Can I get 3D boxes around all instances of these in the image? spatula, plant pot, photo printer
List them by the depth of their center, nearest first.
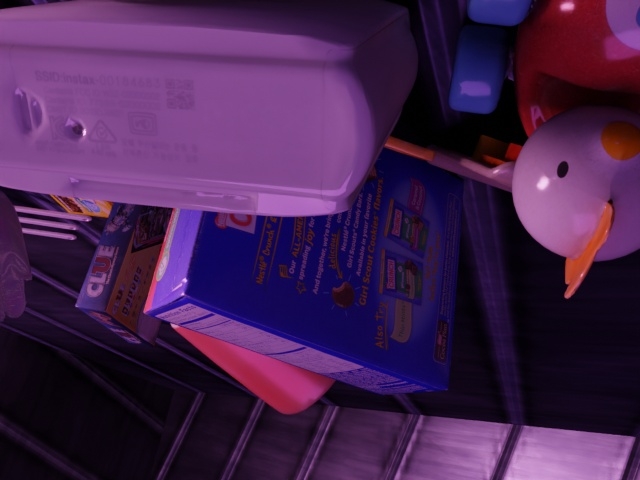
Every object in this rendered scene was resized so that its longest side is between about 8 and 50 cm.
[{"bbox_3d":[-0.063,-0.121,0.467,0.255,0.307,0.107,7,114,12],"label":"photo printer"},{"bbox_3d":[-0.098,0.115,1.079,0.243,0.275,0.275,32,152,-20],"label":"plant pot"},{"bbox_3d":[-0.556,-0.041,1.172,0.241,0.019,0.168,8,158,-31],"label":"spatula"}]

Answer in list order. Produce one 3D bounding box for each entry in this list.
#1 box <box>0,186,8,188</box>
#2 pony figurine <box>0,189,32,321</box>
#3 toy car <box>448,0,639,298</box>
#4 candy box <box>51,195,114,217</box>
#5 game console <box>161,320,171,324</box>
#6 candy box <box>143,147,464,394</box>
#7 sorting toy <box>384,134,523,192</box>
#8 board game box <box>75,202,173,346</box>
[{"bbox_3d":[-0.299,-0.138,0.680,0.158,0.156,0.093,7,158,11],"label":"box"},{"bbox_3d":[-0.501,-0.076,0.710,0.302,0.351,0.363,-6,161,-16],"label":"pony figurine"},{"bbox_3d":[0.202,-0.077,0.455,0.219,0.238,0.210,9,158,7],"label":"toy car"},{"bbox_3d":[-0.395,-0.092,1.012,0.105,0.027,0.206,5,157,10],"label":"candy box"},{"bbox_3d":[-0.266,0.148,1.483,0.341,0.060,0.387,11,159,3],"label":"game console"},{"bbox_3d":[0.000,0.000,0.708,0.317,0.268,0.122,25,151,-28],"label":"candy box"},{"bbox_3d":[0.220,-0.069,0.661,0.347,0.047,0.196,16,-172,-15],"label":"sorting toy"},{"bbox_3d":[-0.236,0.004,0.872,0.042,0.244,0.165,9,157,11],"label":"board game box"}]
